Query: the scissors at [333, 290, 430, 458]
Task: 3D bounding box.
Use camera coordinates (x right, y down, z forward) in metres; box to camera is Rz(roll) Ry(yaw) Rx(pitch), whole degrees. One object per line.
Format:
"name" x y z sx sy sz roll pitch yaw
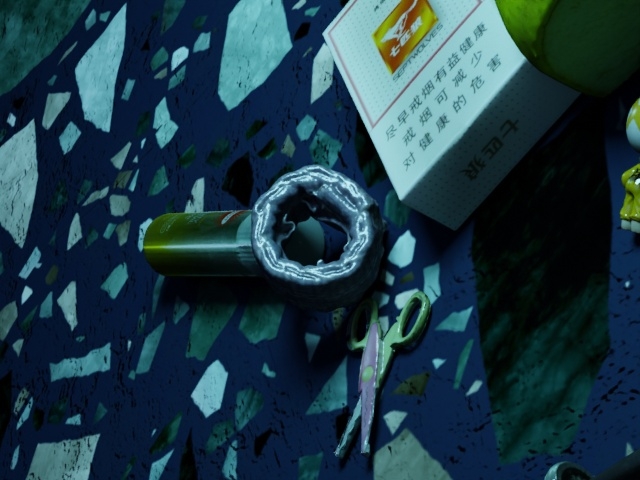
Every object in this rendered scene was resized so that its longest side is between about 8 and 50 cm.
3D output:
"scissors" 0.055 0.144 2.021 0.133 0.020 0.187 -12 57 53

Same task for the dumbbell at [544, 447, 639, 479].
"dumbbell" 0.266 0.202 1.643 0.254 0.081 0.082 -40 40 32

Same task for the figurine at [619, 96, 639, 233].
"figurine" 0.314 -0.079 1.786 0.101 0.068 0.143 -110 38 -56

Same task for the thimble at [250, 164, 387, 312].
"thimble" -0.002 -0.001 2.078 0.150 0.098 0.150 -4 67 9

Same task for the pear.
"pear" 0.290 -0.360 1.852 0.342 0.238 0.318 -41 49 31

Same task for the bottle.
"bottle" -0.107 0.005 2.276 0.286 0.082 0.082 -1 68 53

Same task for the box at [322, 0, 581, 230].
"box" 0.135 -0.197 2.073 0.210 0.095 0.330 -49 38 21
